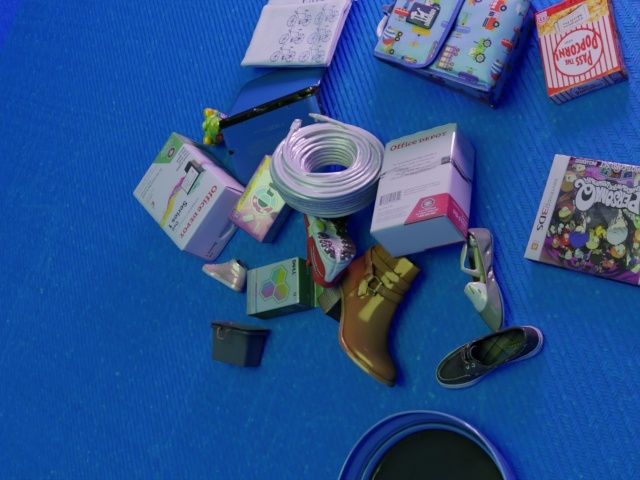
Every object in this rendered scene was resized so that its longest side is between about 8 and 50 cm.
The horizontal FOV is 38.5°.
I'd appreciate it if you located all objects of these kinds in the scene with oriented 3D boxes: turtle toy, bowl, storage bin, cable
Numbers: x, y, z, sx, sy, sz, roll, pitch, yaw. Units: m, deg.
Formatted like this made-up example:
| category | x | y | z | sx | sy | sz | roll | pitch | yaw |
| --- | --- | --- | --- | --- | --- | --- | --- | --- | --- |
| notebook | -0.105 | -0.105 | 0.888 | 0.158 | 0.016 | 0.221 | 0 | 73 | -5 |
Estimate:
| category | x | y | z | sx | sy | sz | roll | pitch | yaw |
| --- | --- | --- | --- | --- | --- | --- | --- | --- | --- |
| turtle toy | -0.261 | -0.287 | 2.320 | 0.066 | 0.130 | 0.095 | 2 | 94 | 9 |
| bowl | 0.197 | 0.515 | 1.705 | 0.391 | 0.077 | 0.391 | -13 | 67 | 34 |
| storage bin | -0.196 | 0.239 | 2.106 | 0.135 | 0.098 | 0.091 | 5 | 89 | 40 |
| cable | 0.017 | -0.156 | 1.984 | 0.257 | 0.089 | 0.257 | 19 | 50 | 23 |

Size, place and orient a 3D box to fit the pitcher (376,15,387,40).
| category | x | y | z | sx | sy | sz | roll | pitch | yaw |
| --- | --- | --- | --- | --- | --- | --- | --- | --- | --- |
| pitcher | 0.204 | -0.502 | 2.023 | 0.207 | 0.125 | 0.178 | -53 | 37 | 26 |

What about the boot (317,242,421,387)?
| category | x | y | z | sx | sy | sz | roll | pitch | yaw |
| --- | --- | --- | --- | --- | --- | --- | --- | --- | --- |
| boot | 0.134 | 0.139 | 1.879 | 0.220 | 0.109 | 0.283 | -44 | 46 | 14 |

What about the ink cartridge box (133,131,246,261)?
| category | x | y | z | sx | sy | sz | roll | pitch | yaw |
| --- | --- | --- | --- | --- | --- | --- | --- | --- | --- |
| ink cartridge box | -0.320 | -0.111 | 2.300 | 0.201 | 0.117 | 0.278 | -55 | 51 | 11 |

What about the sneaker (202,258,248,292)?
| category | x | y | z | sx | sy | sz | roll | pitch | yaw |
| --- | --- | --- | --- | --- | --- | --- | --- | --- | --- |
| sneaker | -0.224 | 0.070 | 2.209 | 0.134 | 0.051 | 0.070 | 26 | 91 | 38 |

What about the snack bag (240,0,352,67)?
| category | x | y | z | sx | sy | sz | roll | pitch | yaw |
| --- | --- | --- | --- | --- | --- | --- | --- | --- | --- |
| snack bag | -0.036 | -0.577 | 2.247 | 0.323 | 0.037 | 0.343 | 11 | 77 | 46 |

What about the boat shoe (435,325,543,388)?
| category | x | y | z | sx | sy | sz | roll | pitch | yaw |
| --- | --- | --- | --- | --- | --- | --- | --- | --- | --- |
| boat shoe | 0.305 | 0.216 | 1.719 | 0.228 | 0.076 | 0.080 | -24 | 61 | 30 |

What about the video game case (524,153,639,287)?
| category | x | y | z | sx | sy | sz | roll | pitch | yaw |
| --- | --- | --- | --- | --- | --- | --- | --- | --- | --- |
| video game case | 0.507 | -0.040 | 1.667 | 0.232 | 0.041 | 0.210 | 16 | 87 | 41 |

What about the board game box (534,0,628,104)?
| category | x | y | z | sx | sy | sz | roll | pitch | yaw |
| --- | --- | --- | --- | --- | --- | --- | --- | --- | --- |
| board game box | 0.505 | -0.380 | 1.781 | 0.146 | 0.045 | 0.194 | -19 | 64 | 33 |

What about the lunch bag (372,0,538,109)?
| category | x | y | z | sx | sy | sz | roll | pitch | yaw |
| --- | --- | --- | --- | --- | --- | --- | --- | --- | --- |
| lunch bag | 0.262 | -0.432 | 1.871 | 0.293 | 0.138 | 0.221 | 23 | 90 | 18 |

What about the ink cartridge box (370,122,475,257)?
| category | x | y | z | sx | sy | sz | roll | pitch | yaw |
| --- | --- | --- | --- | --- | --- | --- | --- | --- | --- |
| ink cartridge box | 0.209 | -0.102 | 1.843 | 0.172 | 0.100 | 0.237 | -13 | 49 | 33 |

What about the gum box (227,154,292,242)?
| category | x | y | z | sx | sy | sz | roll | pitch | yaw |
| --- | --- | --- | --- | --- | --- | --- | --- | --- | --- |
| gum box | -0.125 | -0.092 | 2.149 | 0.107 | 0.062 | 0.188 | 36 | 101 | 18 |

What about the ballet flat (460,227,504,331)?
| category | x | y | z | sx | sy | sz | roll | pitch | yaw |
| --- | --- | --- | --- | --- | --- | --- | --- | --- | --- |
| ballet flat | 0.304 | 0.075 | 1.767 | 0.072 | 0.068 | 0.213 | 126 | 145 | -61 |

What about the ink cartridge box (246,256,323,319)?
| category | x | y | z | sx | sy | sz | roll | pitch | yaw |
| --- | --- | --- | --- | --- | --- | --- | --- | --- | --- |
| ink cartridge box | -0.070 | 0.104 | 2.065 | 0.209 | 0.062 | 0.109 | -15 | 65 | 34 |

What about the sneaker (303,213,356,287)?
| category | x | y | z | sx | sy | sz | roll | pitch | yaw |
| --- | --- | --- | --- | --- | --- | --- | --- | --- | --- |
| sneaker | 0.000 | 0.000 | 1.980 | 0.279 | 0.107 | 0.118 | -97 | 26 | -57 |

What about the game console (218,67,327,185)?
| category | x | y | z | sx | sy | sz | roll | pitch | yaw |
| --- | --- | --- | --- | --- | --- | --- | --- | --- | --- |
| game console | -0.082 | -0.298 | 2.234 | 0.293 | 0.173 | 0.250 | -14 | 98 | 35 |
